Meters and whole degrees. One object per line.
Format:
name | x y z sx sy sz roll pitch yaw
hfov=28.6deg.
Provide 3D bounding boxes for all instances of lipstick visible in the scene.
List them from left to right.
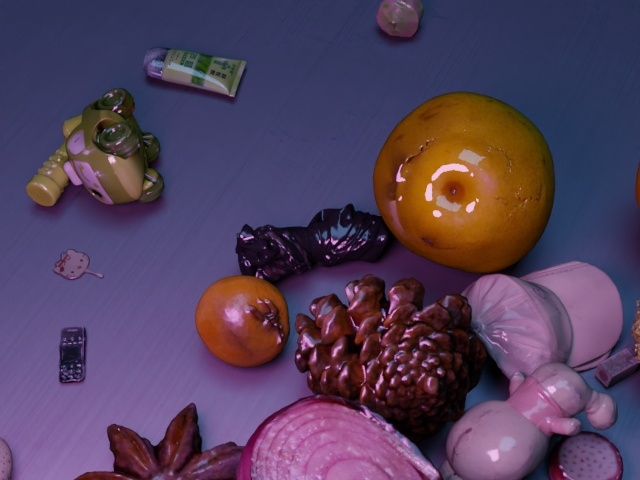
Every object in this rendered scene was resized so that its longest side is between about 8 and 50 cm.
lipstick | 0.469 0.175 1.877 0.129 0.030 0.030 -23 55 -26

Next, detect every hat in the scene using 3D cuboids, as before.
hat | 0.336 0.103 1.867 0.226 0.164 0.219 -34 57 0

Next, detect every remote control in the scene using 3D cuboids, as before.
remote control | -0.369 0.171 1.874 0.039 0.014 0.096 -3 52 -4

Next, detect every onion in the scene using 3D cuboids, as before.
onion | 0.012 0.337 1.598 0.272 0.230 0.256 -16 62 -14

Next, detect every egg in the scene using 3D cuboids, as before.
egg | -0.463 0.313 1.710 0.085 0.085 0.110 14 50 11

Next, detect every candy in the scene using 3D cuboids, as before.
candy | 0.370 0.314 1.752 0.103 0.043 0.103 1 50 -1

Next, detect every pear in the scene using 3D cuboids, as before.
pear | 0.228 -0.083 1.937 0.285 0.336 0.284 -4 75 18

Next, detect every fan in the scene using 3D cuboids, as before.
fan | -0.379 0.042 1.985 0.083 0.004 0.056 18 52 14

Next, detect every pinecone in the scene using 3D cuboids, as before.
pinecone | 0.090 0.161 1.745 0.244 0.244 0.309 -32 28 -24

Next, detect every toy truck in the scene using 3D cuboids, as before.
toy truck | -0.365 -0.144 2.060 0.211 0.148 0.187 -9 46 19

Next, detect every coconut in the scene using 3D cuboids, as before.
coconut | 0.145 -0.416 2.323 0.082 0.083 0.081 0 38 27

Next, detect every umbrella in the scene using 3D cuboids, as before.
umbrella | -0.001 0.000 1.967 0.272 0.122 0.110 -15 96 -18

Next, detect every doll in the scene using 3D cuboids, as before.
doll | 0.267 0.254 1.729 0.275 0.113 0.155 -28 30 -8

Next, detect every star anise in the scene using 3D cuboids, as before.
star anise | -0.197 0.351 1.674 0.315 0.108 0.315 2 48 -2

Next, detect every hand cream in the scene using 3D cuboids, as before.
hand cream | -0.227 -0.307 2.246 0.175 0.046 0.095 11 49 5

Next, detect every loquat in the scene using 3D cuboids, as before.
loquat | -0.113 0.119 1.847 0.141 0.141 0.141 1 51 -1

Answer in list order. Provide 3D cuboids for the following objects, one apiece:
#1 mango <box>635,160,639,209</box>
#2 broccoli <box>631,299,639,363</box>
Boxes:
mango | 0.694 -0.110 1.962 0.446 0.300 0.232 -10 79 -30
broccoli | 0.554 0.119 1.812 0.198 0.226 0.176 32 12 10
